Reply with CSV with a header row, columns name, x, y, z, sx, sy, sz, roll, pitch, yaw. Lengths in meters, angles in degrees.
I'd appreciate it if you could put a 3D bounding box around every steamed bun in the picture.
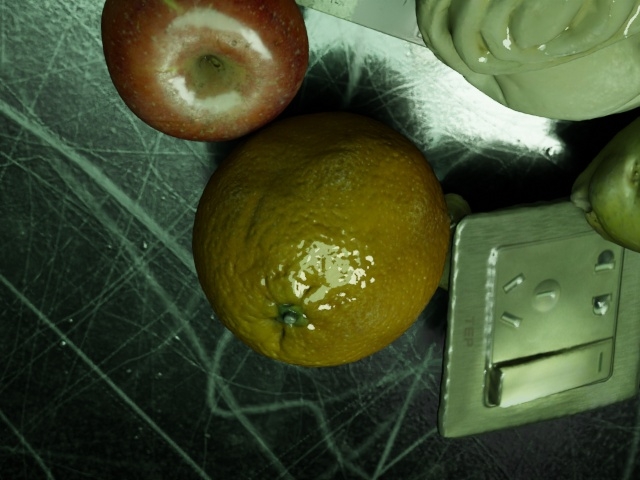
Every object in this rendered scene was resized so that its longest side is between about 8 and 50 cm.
name,x,y,z,sx,sy,sz,roll,pitch,yaw
steamed bun,0.230,-0.272,1.529,0.342,0.255,0.368,-36,118,17

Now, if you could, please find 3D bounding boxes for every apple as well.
name,x,y,z,sx,sy,sz,roll,pitch,yaw
apple,-0.112,-0.199,1.630,0.201,0.162,0.201,-3,123,-4

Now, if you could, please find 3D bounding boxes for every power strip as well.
name,x,y,z,sx,sy,sz,roll,pitch,yaw
power strip,0.227,0.068,1.764,0.257,0.092,0.251,-9,109,-28

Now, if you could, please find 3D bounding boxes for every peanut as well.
name,x,y,z,sx,sy,sz,roll,pitch,yaw
peanut,0.138,0.004,1.772,0.054,0.054,0.113,-5,114,2

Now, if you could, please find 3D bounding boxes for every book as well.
name,x,y,z,sx,sy,sz,roll,pitch,yaw
book,0.050,-0.274,1.673,0.181,0.014,0.127,18,111,-8

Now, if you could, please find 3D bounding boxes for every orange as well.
name,x,y,z,sx,sy,sz,roll,pitch,yaw
orange,0.000,0.000,1.652,0.264,0.264,0.264,0,113,0

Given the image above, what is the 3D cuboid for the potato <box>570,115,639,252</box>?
name,x,y,z,sx,sy,sz,roll,pitch,yaw
potato,0.406,-0.072,1.601,0.351,0.218,0.202,-16,109,23
